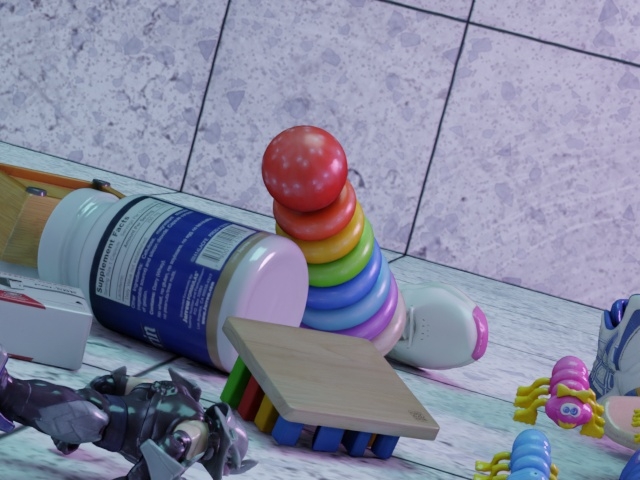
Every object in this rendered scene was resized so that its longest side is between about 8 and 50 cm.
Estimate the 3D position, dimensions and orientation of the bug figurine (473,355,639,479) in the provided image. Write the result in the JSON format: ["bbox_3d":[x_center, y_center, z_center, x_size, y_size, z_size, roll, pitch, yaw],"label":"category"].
[{"bbox_3d":[0.279,0.190,1.543,0.279,0.072,0.216,11,35,-3],"label":"bug figurine"}]

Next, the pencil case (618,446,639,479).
[{"bbox_3d":[0.294,0.222,1.303,0.133,0.119,0.306,-7,3,9],"label":"pencil case"}]

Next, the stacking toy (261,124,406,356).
[{"bbox_3d":[0.000,0.000,1.860,0.141,0.141,0.330,17,-31,25],"label":"stacking toy"}]

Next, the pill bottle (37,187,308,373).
[{"bbox_3d":[-0.159,0.037,1.811,0.265,0.153,0.153,18,6,28],"label":"pill bottle"}]

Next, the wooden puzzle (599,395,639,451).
[{"bbox_3d":[0.484,0.259,1.728,0.348,0.080,0.322,25,11,37],"label":"wooden puzzle"}]

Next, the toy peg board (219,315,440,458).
[{"bbox_3d":[-0.003,0.152,1.573,0.161,0.079,0.160,11,22,-30],"label":"toy peg board"}]

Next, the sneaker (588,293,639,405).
[{"bbox_3d":[0.366,0.134,1.977,0.112,0.131,0.296,-7,-13,-10],"label":"sneaker"}]

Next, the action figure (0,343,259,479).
[{"bbox_3d":[-0.171,0.126,1.214,0.285,0.099,0.185,17,-3,-24],"label":"action figure"}]

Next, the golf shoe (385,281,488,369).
[{"bbox_3d":[0.065,0.099,2.119,0.306,0.115,0.140,11,12,43],"label":"golf shoe"}]

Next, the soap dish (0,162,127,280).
[{"bbox_3d":[-0.314,-0.012,2.075,0.229,0.118,0.291,12,7,-29],"label":"soap dish"}]

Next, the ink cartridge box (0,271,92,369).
[{"bbox_3d":[-0.274,0.073,1.631,0.099,0.056,0.135,13,6,-15],"label":"ink cartridge box"}]
